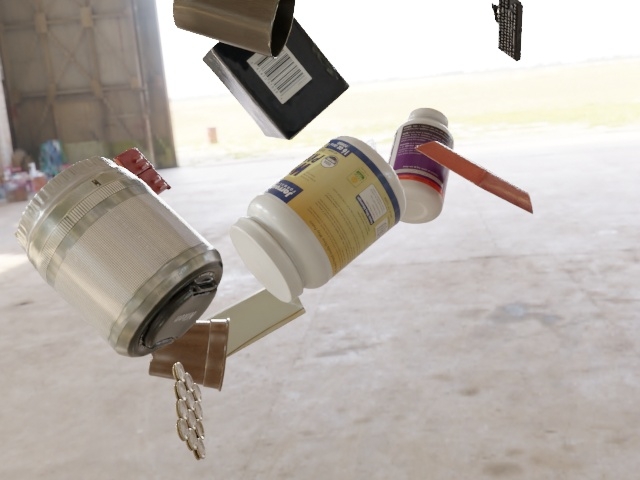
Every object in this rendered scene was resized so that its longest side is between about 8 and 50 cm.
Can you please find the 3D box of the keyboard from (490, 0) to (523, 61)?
[{"bbox_3d":[0.434,-0.510,1.880,0.023,0.180,0.108,-30,56,-9],"label":"keyboard"}]

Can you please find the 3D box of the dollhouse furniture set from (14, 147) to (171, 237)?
[{"bbox_3d":[-0.573,-0.080,2.060,0.201,0.152,0.374,-37,7,27],"label":"dollhouse furniture set"}]

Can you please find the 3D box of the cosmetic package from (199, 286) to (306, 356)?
[{"bbox_3d":[-0.211,0.218,2.086,0.309,0.113,0.160,-28,1,-29],"label":"cosmetic package"}]

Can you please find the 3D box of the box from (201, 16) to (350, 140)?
[{"bbox_3d":[-0.130,-0.441,2.096,0.212,0.293,0.395,-42,15,-3],"label":"box"}]

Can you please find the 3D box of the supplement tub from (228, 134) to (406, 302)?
[{"bbox_3d":[-0.006,-0.044,1.636,0.316,0.228,0.228,-39,23,-19],"label":"supplement tub"}]

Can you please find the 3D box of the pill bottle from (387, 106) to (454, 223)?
[{"bbox_3d":[0.283,-0.220,2.293,0.181,0.323,0.181,12,-30,7],"label":"pill bottle"}]

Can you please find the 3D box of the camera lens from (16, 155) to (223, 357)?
[{"bbox_3d":[-0.308,0.030,1.261,0.274,0.219,0.219,41,25,12],"label":"camera lens"}]

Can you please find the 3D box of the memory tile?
[{"bbox_3d":[-0.226,0.294,1.376,0.012,0.113,0.148,-18,49,6],"label":"memory tile"}]

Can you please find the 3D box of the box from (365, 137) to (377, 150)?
[{"bbox_3d":[0.057,-0.210,2.148,0.201,0.021,0.164,-24,17,9],"label":"box"}]

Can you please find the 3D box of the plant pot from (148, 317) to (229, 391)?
[{"bbox_3d":[-0.296,0.248,1.795,0.165,0.167,0.167,7,9,-8],"label":"plant pot"}]

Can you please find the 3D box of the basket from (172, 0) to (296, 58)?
[{"bbox_3d":[-0.186,-0.489,1.696,0.226,0.154,0.204,12,42,6],"label":"basket"}]

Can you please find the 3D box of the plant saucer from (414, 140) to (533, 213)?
[{"bbox_3d":[0.410,-0.173,2.089,0.259,0.048,0.258,18,15,-41],"label":"plant saucer"}]
